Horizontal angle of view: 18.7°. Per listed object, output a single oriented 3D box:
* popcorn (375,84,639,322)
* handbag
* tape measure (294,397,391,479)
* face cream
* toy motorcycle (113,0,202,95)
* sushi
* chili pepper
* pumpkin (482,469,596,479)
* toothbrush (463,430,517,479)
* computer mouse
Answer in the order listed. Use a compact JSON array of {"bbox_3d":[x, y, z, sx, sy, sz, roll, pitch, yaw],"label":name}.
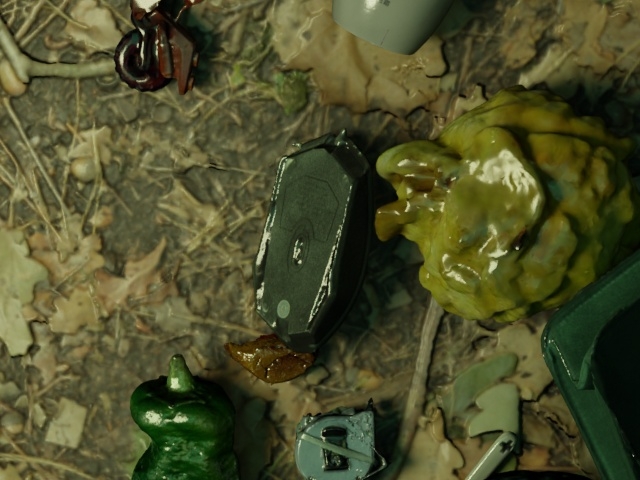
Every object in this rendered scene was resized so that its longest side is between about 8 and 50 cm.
[{"bbox_3d":[0.183,-0.033,1.880,0.266,0.192,0.233,7,97,0],"label":"popcorn"},{"bbox_3d":[0.377,0.104,1.852,0.326,0.089,0.238,-35,109,-26],"label":"handbag"},{"bbox_3d":[0.020,0.214,1.992,0.094,0.054,0.091,-16,90,3],"label":"tape measure"},{"bbox_3d":[0.072,-0.246,1.897,0.117,0.117,0.104,25,107,0],"label":"face cream"},{"bbox_3d":[-0.133,-0.244,1.928,0.118,0.084,0.213,14,106,0],"label":"toy motorcycle"},{"bbox_3d":[-0.049,0.119,1.990,0.099,0.047,0.050,6,110,-14],"label":"sushi"},{"bbox_3d":[-0.142,0.245,1.984,0.136,0.099,0.271,5,102,12],"label":"chili pepper"},{"bbox_3d":[0.223,0.380,1.911,0.315,0.238,0.315,1,97,6],"label":"pumpkin"},{"bbox_3d":[0.109,0.319,2.013,0.030,0.030,0.304,37,98,-2],"label":"toothbrush"},{"bbox_3d":[0.003,0.001,1.943,0.071,0.126,0.231,8,96,-41],"label":"computer mouse"}]
